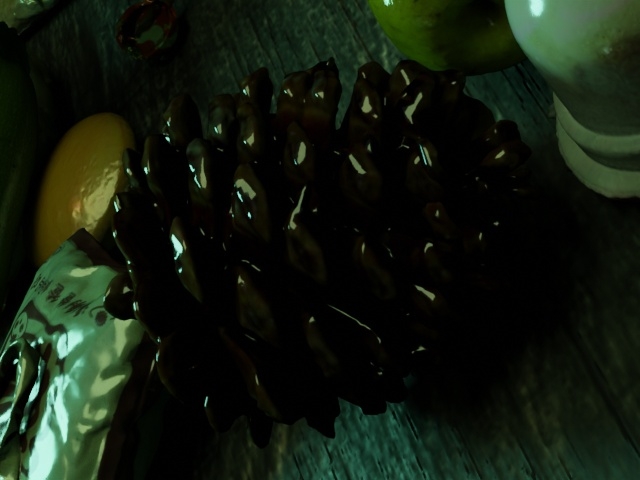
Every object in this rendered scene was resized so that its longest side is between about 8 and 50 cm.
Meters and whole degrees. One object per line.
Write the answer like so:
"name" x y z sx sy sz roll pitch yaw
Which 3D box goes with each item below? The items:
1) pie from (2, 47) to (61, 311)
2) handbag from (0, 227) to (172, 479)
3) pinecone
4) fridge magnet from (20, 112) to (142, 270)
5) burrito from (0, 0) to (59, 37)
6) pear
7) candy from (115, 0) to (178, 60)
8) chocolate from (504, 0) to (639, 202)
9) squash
"pie" -0.348 -0.027 1.616 0.339 0.083 0.339 -28 48 35
"handbag" -0.168 0.114 1.250 0.213 0.127 0.235 20 94 56
"pinecone" 0.000 0.000 1.047 0.272 0.224 0.224 -21 45 10
"fridge magnet" -0.191 -0.036 1.437 0.143 0.063 0.143 -33 43 36
"burrito" -0.281 -0.233 1.712 0.149 0.041 0.055 -30 31 41
"pear" 0.096 -0.184 1.116 0.149 0.149 0.162 -34 35 32
"candy" -0.114 -0.232 1.512 0.055 0.049 0.184 24 75 24
"chocolate" 0.178 -0.130 0.973 0.221 0.147 0.221 -26 49 34
"squash" -0.295 0.006 1.414 0.107 0.107 0.395 -16 58 45
